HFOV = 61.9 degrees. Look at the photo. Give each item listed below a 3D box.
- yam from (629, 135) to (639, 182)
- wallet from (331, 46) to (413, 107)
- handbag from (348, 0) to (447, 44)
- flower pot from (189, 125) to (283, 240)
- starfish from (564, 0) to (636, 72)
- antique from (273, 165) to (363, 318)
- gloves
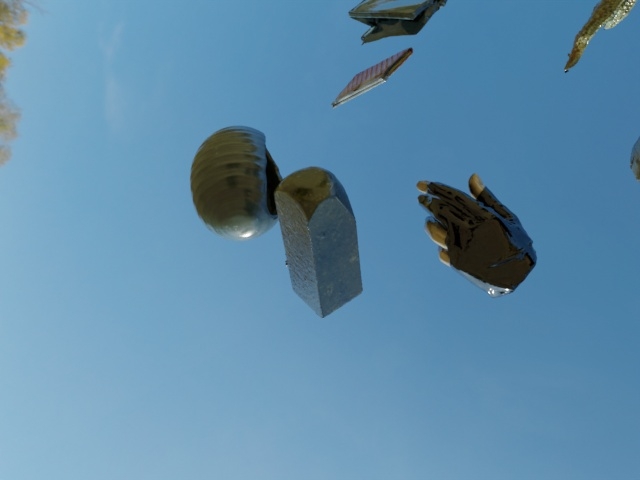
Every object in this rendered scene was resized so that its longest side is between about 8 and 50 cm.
[{"bbox_3d":[0.646,-0.196,0.901,0.161,0.268,0.161,-2,-124,2],"label":"yam"},{"bbox_3d":[0.099,-0.329,1.085,0.103,0.020,0.196,-50,-160,-20],"label":"wallet"},{"bbox_3d":[0.157,-0.381,0.798,0.221,0.057,0.144,-45,-145,-18],"label":"handbag"},{"bbox_3d":[-0.155,-0.108,1.006,0.157,0.189,0.243,-14,-137,11],"label":"flower pot"},{"bbox_3d":[0.568,-0.458,0.899,0.078,0.347,0.358,43,-105,3],"label":"starfish"},{"bbox_3d":[0.000,0.000,0.735,0.080,0.221,0.081,-32,-130,-23],"label":"antique"},{"bbox_3d":[0.324,-0.027,1.141,0.301,0.152,0.197,40,-94,24],"label":"gloves"}]
